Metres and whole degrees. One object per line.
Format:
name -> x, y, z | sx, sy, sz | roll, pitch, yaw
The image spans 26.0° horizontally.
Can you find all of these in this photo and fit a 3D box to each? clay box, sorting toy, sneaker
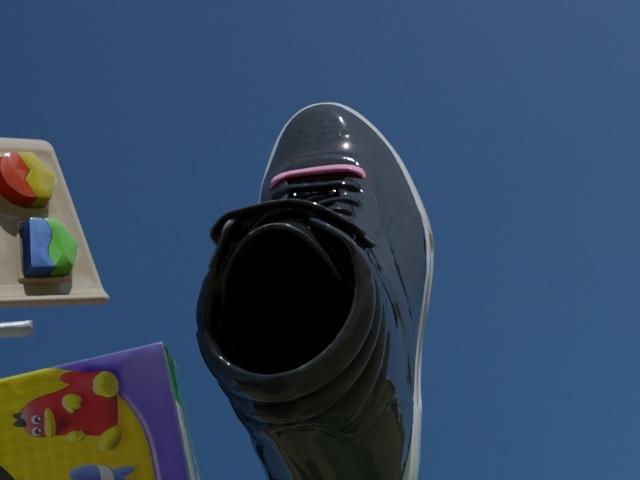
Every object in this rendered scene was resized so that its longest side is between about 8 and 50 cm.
clay box -> -0.153, 0.128, 0.529 | 0.222, 0.127, 0.053 | -13, -19, -3
sorting toy -> -0.306, -0.025, 1.294 | 0.193, 0.208, 0.038 | 0, -37, -43
sneaker -> 0.000, 0.000, 0.740 | 0.105, 0.295, 0.147 | -9, -41, 10

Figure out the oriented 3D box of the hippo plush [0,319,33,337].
hippo plush -> -0.505, 0.061, 1.391 | 0.234, 0.294, 0.236 | -53, -43, -39
